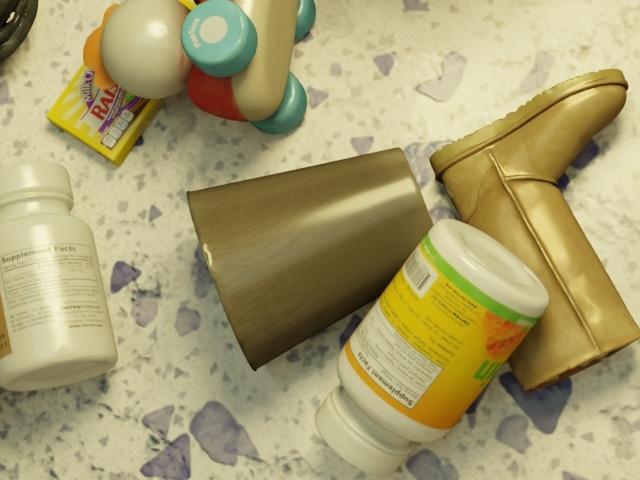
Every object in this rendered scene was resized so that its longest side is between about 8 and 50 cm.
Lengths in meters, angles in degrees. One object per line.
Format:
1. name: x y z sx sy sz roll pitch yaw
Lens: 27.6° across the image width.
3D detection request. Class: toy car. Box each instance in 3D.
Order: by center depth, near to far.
1. toy car: -0.151 -0.232 1.410 0.238 0.219 0.210 1 77 16

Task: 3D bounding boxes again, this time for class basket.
1. basket: 0.000 0.000 1.363 0.227 0.154 0.204 -22 76 1

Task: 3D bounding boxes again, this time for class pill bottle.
1. pill bottle: 0.102 0.112 1.295 0.136 0.136 0.245 41 109 16
2. pill bottle: -0.304 0.038 1.414 0.131 0.131 0.229 -16 74 6

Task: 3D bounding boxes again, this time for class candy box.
1. candy box: -0.218 -0.198 1.509 0.105 0.027 0.206 32 84 18

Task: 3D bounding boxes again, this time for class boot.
1. boot: 0.262 -0.012 1.351 0.236 0.089 0.269 -29 72 16

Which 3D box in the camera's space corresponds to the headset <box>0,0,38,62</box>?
1. headset: -0.388 -0.307 1.457 0.394 0.243 0.185 -39 45 -25
